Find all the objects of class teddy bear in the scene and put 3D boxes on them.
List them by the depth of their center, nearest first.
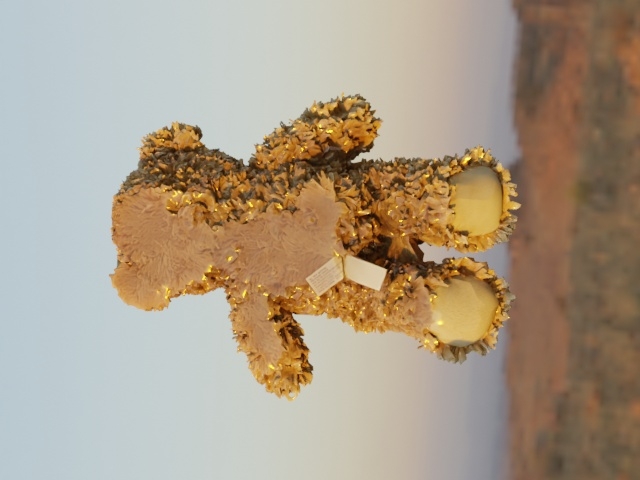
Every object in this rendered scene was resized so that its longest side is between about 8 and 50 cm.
[{"bbox_3d":[0.000,0.000,1.547,0.113,0.338,0.245,-30,-73,-71],"label":"teddy bear"}]
